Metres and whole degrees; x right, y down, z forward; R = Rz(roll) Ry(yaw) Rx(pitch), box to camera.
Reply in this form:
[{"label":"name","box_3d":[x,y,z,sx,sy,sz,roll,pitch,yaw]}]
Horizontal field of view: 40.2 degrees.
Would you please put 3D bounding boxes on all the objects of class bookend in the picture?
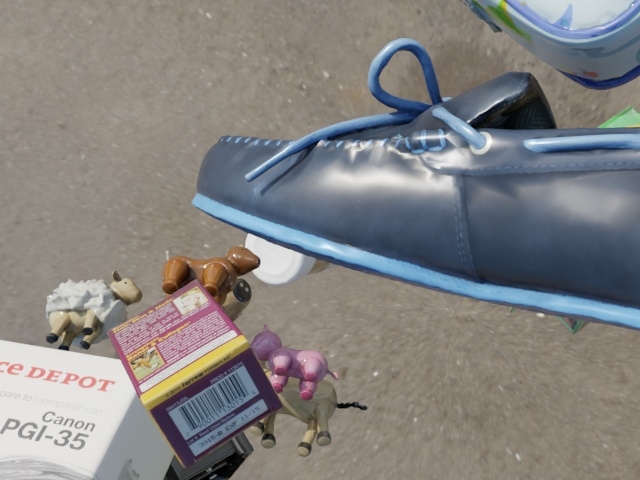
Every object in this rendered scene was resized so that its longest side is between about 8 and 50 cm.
[{"label":"bookend","box_3d":[-0.166,0.249,0.937,0.156,0.157,0.072,-26,74,-26]}]

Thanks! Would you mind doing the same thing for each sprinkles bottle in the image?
[{"label":"sprinkles bottle","box_3d":[0.000,0.000,1.642,0.121,0.355,0.121,4,98,27]}]

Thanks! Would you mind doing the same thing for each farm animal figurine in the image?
[{"label":"farm animal figurine","box_3d":[-0.145,0.138,1.149,0.327,0.172,0.330,-19,120,18]}]

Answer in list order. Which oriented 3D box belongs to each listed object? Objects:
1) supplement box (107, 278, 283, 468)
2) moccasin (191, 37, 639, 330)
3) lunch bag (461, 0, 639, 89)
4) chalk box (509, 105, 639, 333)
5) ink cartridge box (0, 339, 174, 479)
[{"label":"supplement box","box_3d":[-0.062,0.061,0.421,0.055,0.083,0.043,-31,118,-11]},{"label":"moccasin","box_3d":[0.097,-0.025,0.439,0.342,0.138,0.117,11,88,23]},{"label":"lunch bag","box_3d":[0.154,-0.196,0.431,0.219,0.090,0.176,-49,62,11]},{"label":"chalk box","box_3d":[0.265,-0.007,0.879,0.213,0.132,0.132,-32,65,-17]},{"label":"ink cartridge box","box_3d":[-0.261,0.218,0.665,0.207,0.117,0.283,7,44,15]}]
